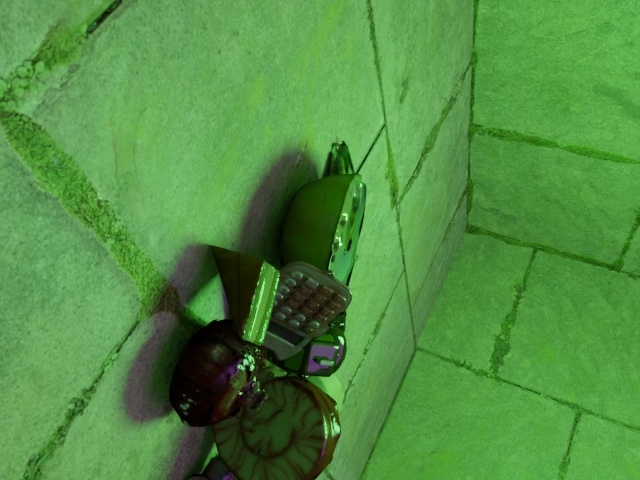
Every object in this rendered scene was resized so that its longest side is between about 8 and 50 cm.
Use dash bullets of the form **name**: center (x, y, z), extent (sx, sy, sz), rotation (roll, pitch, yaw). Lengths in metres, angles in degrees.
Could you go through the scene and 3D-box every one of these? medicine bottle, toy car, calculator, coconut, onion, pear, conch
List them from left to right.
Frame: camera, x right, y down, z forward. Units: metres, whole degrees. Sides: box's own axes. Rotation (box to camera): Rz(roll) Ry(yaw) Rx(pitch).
- **medicine bottle**: center (-0.298, 0.662, 1.411), extent (0.188, 0.119, 0.094), rotation (-58, 157, -29)
- **onion**: center (-0.214, 0.300, 1.227), extent (0.252, 0.219, 0.252), rotation (-50, 157, -30)
- **calculator**: center (-0.069, 0.169, 1.360), extent (0.329, 0.220, 0.048), rotation (-45, -156, 32)
- **coconut**: center (-0.032, 0.521, 1.790), extent (0.241, 0.241, 0.241), rotation (-46, 145, -46)
- **toy car**: center (-0.028, 0.316, 1.579), extent (0.248, 0.198, 0.204), rotation (14, 94, -34)
- **pear**: center (-0.004, -0.002, 1.511), extent (0.399, 0.165, 0.399), rotation (13, 90, -77)
- **conch**: center (0.060, -0.211, 1.659), extent (0.106, 0.079, 0.170), rotation (-43, 128, -58)

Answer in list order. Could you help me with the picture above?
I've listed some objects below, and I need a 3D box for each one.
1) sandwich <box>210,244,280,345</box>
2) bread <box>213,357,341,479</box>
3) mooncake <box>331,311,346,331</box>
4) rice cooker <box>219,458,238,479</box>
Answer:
- **sandwich**: center (-0.185, 0.122, 1.221), extent (0.117, 0.144, 0.187), rotation (46, 55, -62)
- **bread**: center (-0.118, 0.485, 1.425), extent (0.295, 0.327, 0.114), rotation (-68, 158, -2)
- **mooncake**: center (0.006, 0.296, 1.820), extent (0.228, 0.124, 0.228), rotation (-46, 144, -48)
- **rice cooker**: center (-0.221, 0.666, 1.578), extent (0.206, 0.127, 0.145), rotation (60, 50, -70)
